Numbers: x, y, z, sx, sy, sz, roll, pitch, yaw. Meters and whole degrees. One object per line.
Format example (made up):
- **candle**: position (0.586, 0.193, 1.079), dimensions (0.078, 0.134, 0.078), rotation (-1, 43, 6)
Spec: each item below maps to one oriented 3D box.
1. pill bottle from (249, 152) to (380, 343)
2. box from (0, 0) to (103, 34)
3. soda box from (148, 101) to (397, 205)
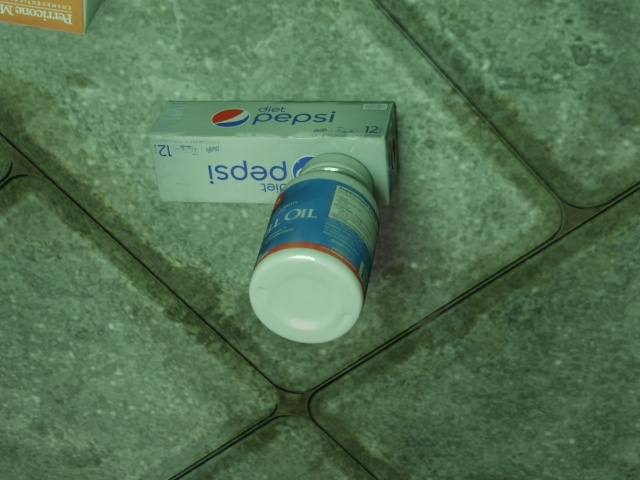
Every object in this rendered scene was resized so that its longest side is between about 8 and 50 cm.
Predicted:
- **pill bottle**: position (0.000, 0.000, 1.488), dimensions (0.124, 0.221, 0.124), rotation (5, 125, 7)
- **box**: position (-0.328, -0.415, 1.400), dimensions (0.215, 0.168, 0.345), rotation (9, 131, 4)
- **soda box**: position (-0.054, -0.106, 1.619), dimensions (0.286, 0.091, 0.098), rotation (1, 124, 11)
